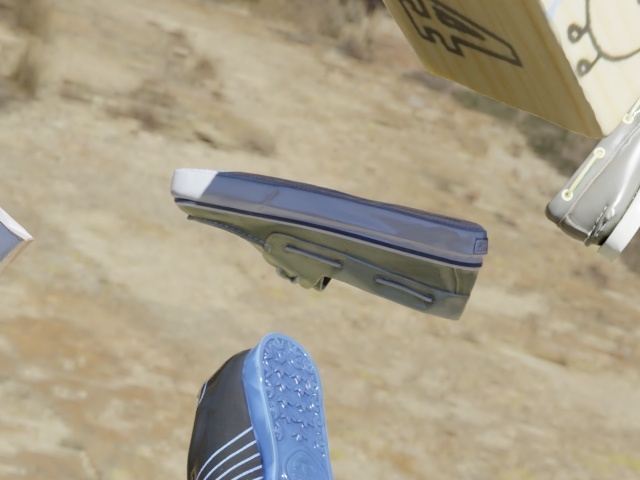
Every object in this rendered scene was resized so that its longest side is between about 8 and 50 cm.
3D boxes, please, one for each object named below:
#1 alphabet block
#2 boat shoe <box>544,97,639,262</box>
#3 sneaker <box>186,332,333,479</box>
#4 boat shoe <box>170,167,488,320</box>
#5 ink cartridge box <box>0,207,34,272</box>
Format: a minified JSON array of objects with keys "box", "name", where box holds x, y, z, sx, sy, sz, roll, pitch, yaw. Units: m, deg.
[{"box":[0.154,-0.222,1.098,0.193,0.192,0.197,31,-13,41],"name":"alphabet block"},{"box":[0.335,-0.124,1.590,0.091,0.305,0.109,29,-19,6],"name":"boat shoe"},{"box":[-0.043,0.177,1.018,0.081,0.090,0.232,26,45,-32],"name":"sneaker"},{"box":[0.000,0.000,1.411,0.302,0.094,0.109,14,5,13],"name":"boat shoe"},{"box":[-0.429,0.049,1.776,0.067,0.198,0.115,44,-1,-3],"name":"ink cartridge box"}]
